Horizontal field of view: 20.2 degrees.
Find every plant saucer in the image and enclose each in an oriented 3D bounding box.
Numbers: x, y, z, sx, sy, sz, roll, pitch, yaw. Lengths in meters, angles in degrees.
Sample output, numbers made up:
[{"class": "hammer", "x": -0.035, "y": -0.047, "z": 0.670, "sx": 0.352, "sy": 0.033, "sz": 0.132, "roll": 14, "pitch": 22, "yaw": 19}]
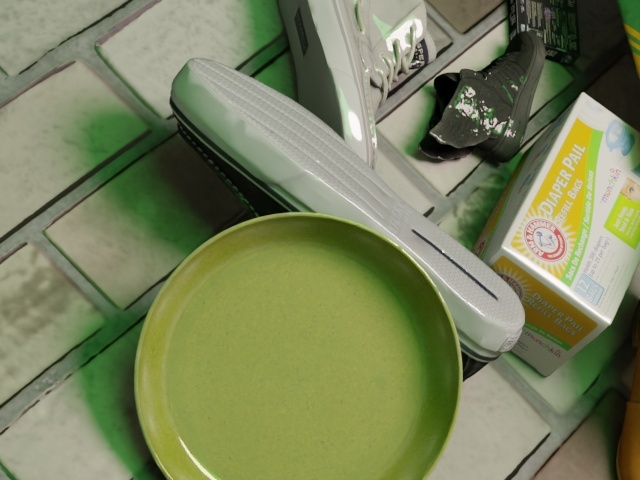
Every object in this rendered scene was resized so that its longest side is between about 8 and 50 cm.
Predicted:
[{"class": "plant saucer", "x": -0.017, "y": 0.100, "z": 1.315, "sx": 0.241, "sy": 0.037, "sz": 0.241, "roll": 0, "pitch": 90, "yaw": -8}]

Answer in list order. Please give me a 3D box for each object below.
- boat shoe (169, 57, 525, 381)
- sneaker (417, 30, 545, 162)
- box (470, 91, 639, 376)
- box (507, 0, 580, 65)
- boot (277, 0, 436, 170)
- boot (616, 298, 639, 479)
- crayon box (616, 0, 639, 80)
[{"class": "boat shoe", "x": 0.000, "y": 0.000, "z": 1.387, "sx": 0.335, "sy": 0.119, "sz": 0.121, "roll": 41, "pitch": 22, "yaw": -1}, {"class": "sneaker", "x": 0.142, "y": -0.133, "z": 1.584, "sx": 0.089, "sy": 0.051, "sz": 0.170, "roll": 26, "pitch": 56, "yaw": -16}, {"class": "box", "x": 0.205, "y": -0.006, "z": 1.505, "sx": 0.114, "sy": 0.103, "sz": 0.203, "roll": 35, "pitch": 52, "yaw": -5}, {"class": "box", "x": 0.209, "y": -0.210, "z": 1.685, "sx": 0.067, "sy": 0.018, "sz": 0.083, "roll": 13, "pitch": 56, "yaw": -19}, {"class": "boot", "x": 0.044, "y": -0.155, "z": 1.519, "sx": 0.123, "sy": 0.095, "sz": 0.258, "roll": 0, "pitch": 61, "yaw": -19}, {"class": "boot", "x": 0.305, "y": 0.105, "z": 1.411, "sx": 0.104, "sy": 0.211, "sz": 0.295, "roll": 3, "pitch": 56, "yaw": -6}, {"class": "crayon box", "x": 0.355, "y": -0.123, "z": 1.580, "sx": 0.202, "sy": 0.081, "sz": 0.318, "roll": 39, "pitch": 32, "yaw": -41}]
